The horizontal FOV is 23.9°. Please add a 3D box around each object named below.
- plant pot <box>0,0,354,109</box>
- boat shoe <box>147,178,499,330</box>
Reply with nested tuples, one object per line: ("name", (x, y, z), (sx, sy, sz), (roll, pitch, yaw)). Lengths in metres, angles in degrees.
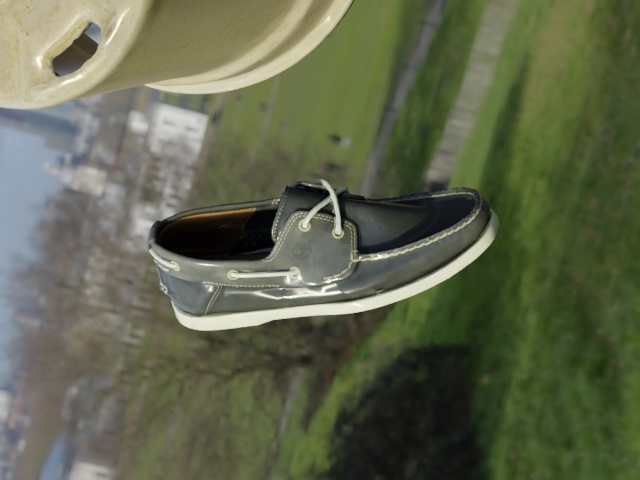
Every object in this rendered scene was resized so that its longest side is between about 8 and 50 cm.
("plant pot", (-0.160, -0.234, 1.073), (0.305, 0.333, 0.334), (-44, -25, -62))
("boat shoe", (0.000, 0.000, 0.998), (0.084, 0.233, 0.079), (-81, -24, -53))
